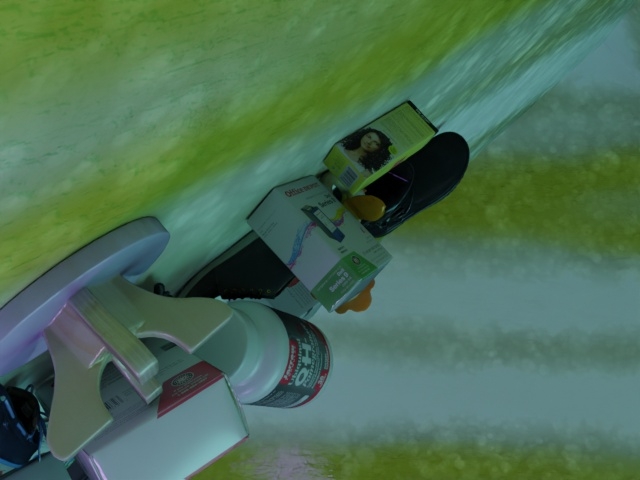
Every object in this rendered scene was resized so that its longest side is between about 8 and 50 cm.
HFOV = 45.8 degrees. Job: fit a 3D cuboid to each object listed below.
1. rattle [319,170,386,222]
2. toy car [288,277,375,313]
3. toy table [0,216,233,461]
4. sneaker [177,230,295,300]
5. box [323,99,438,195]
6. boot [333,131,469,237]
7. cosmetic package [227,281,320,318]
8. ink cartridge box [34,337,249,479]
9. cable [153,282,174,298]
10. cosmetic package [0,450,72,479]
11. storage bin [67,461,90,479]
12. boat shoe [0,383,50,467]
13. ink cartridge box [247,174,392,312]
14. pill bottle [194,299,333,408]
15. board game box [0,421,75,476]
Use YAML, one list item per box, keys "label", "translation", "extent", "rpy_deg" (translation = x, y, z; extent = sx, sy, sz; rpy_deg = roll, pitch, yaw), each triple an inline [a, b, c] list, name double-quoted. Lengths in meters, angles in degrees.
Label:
- label: "rattle"
  translation: [0.083, -0.096, 1.435]
  extent: [0.142, 0.130, 0.199]
  rpy_deg: [-36, 176, 35]
- label: "toy car"
  translation: [-0.003, 0.062, 1.516]
  extent: [0.210, 0.238, 0.219]
  rpy_deg: [-41, 172, -4]
- label: "toy table"
  translation: [-0.251, 0.115, 0.889]
  extent: [0.274, 0.161, 0.252]
  rpy_deg: [-42, 172, -9]
- label: "sneaker"
  translation: [-0.151, 0.086, 1.359]
  extent: [0.222, 0.118, 0.083]
  rpy_deg: [-41, 172, -10]
- label: "box"
  translation: [0.113, -0.172, 1.379]
  extent: [0.232, 0.087, 0.058]
  rpy_deg: [-37, 171, -40]
- label: "boot"
  translation: [0.200, -0.148, 1.803]
  extent: [0.367, 0.146, 0.445]
  rpy_deg: [-45, 167, 7]
- label: "cosmetic package"
  translation: [-0.090, 0.132, 1.780]
  extent: [0.183, 0.151, 0.151]
  rpy_deg: [-35, 169, -40]
- label: "ink cartridge box"
  translation: [-0.266, 0.249, 1.105]
  extent: [0.207, 0.117, 0.283]
  rpy_deg: [-30, -157, -27]
- label: "cable"
  translation: [-0.305, 0.128, 1.140]
  extent: [0.184, 0.047, 0.150]
  rpy_deg: [-36, 179, -13]
- label: "cosmetic package"
  translation: [-0.531, 0.562, 1.059]
  extent: [0.393, 0.330, 0.327]
  rpy_deg: [-30, 177, 23]
- label: "storage bin"
  translation: [-0.570, 0.535, 1.843]
  extent: [0.135, 0.091, 0.098]
  rpy_deg: [-40, 172, -8]
- label: "boat shoe"
  translation: [-0.411, 0.247, 1.022]
  extent: [0.089, 0.109, 0.258]
  rpy_deg: [-42, 175, -16]
- label: "ink cartridge box"
  translation: [0.000, 0.000, 1.297]
  extent: [0.093, 0.212, 0.154]
  rpy_deg: [-50, 169, 27]
- label: "pill bottle"
  translation: [-0.112, 0.202, 1.341]
  extent: [0.176, 0.176, 0.318]
  rpy_deg: [-43, 154, 8]
- label: "board game box"
  translation: [-0.573, 0.450, 1.420]
  extent: [0.305, 0.053, 0.193]
  rpy_deg: [-43, 164, 9]
